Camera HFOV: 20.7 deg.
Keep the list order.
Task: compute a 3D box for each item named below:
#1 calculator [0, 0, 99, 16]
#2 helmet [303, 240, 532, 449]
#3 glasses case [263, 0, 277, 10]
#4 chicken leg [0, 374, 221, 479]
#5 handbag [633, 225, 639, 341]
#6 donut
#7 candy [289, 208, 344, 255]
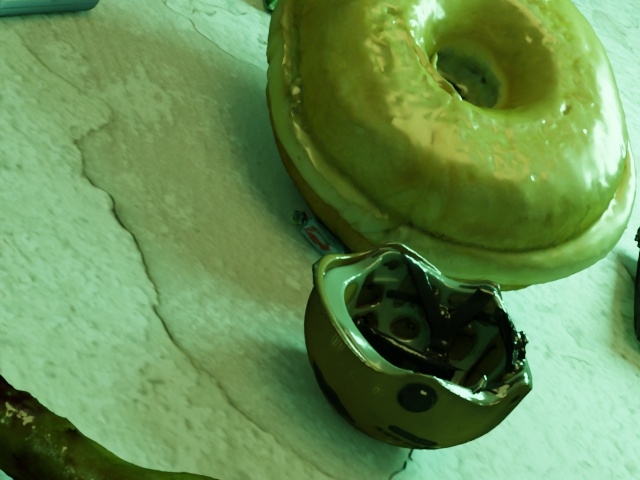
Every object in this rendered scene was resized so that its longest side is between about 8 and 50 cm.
[{"bbox_3d":[-0.310,-0.278,1.787,0.121,0.039,0.210,49,30,17],"label":"calculator"},{"bbox_3d":[0.075,0.108,1.563,0.224,0.130,0.198,14,31,-19],"label":"helmet"},{"bbox_3d":[0.068,-0.272,2.140,0.272,0.095,0.062,23,28,-24],"label":"glasses case"},{"bbox_3d":[-0.102,0.207,1.220,0.361,0.140,0.211,40,2,31],"label":"chicken leg"},{"bbox_3d":[0.499,0.093,2.076,0.285,0.113,0.257,26,24,-6],"label":"handbag"},{"bbox_3d":[0.139,-0.140,1.843,0.449,0.198,0.449,13,51,-17],"label":"donut"},{"bbox_3d":[0.000,0.000,1.747,0.083,0.020,0.030,48,31,14],"label":"candy"}]
